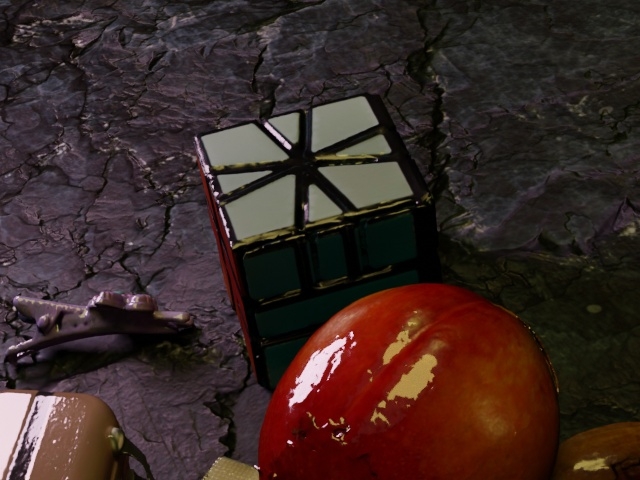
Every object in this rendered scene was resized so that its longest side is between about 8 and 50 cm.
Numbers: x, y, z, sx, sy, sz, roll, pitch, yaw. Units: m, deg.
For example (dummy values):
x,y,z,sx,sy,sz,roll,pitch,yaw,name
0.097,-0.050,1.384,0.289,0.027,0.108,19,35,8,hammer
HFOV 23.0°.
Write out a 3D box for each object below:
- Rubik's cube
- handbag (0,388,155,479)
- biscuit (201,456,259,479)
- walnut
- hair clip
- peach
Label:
x,y,z,sx,sy,sz,roll,pitch,yaw,name
0.000,0.000,2.208,0.288,0.283,0.293,-13,43,-6,Rubik's cube
-0.335,0.330,1.986,0.283,0.149,0.302,0,38,9,handbag
-0.124,0.364,1.985,0.121,0.040,0.199,12,43,27,biscuit
0.366,0.284,1.941,0.207,0.116,0.116,-14,39,-17,walnut
-0.328,0.110,2.276,0.278,0.137,0.090,-11,75,-1,hair clip
0.101,0.227,1.872,0.370,0.370,0.370,-5,39,4,peach
